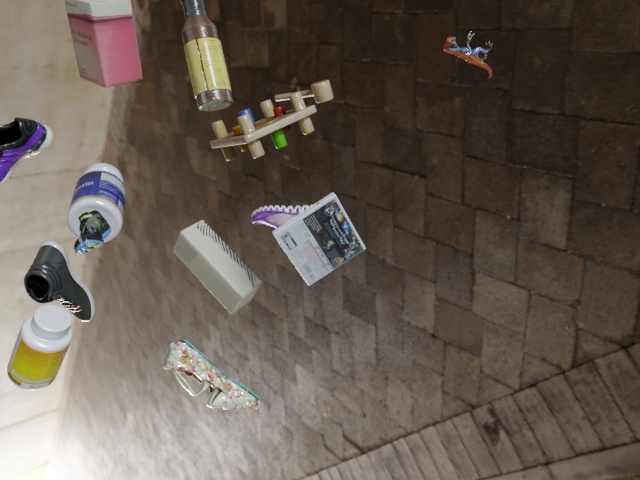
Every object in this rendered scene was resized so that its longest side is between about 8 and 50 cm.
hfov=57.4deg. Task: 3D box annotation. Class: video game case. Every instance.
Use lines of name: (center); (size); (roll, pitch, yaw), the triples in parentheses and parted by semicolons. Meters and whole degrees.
video game case: (0.000, 0.000, 1.412); (0.190, 0.173, 0.022); (58, 178, -36)

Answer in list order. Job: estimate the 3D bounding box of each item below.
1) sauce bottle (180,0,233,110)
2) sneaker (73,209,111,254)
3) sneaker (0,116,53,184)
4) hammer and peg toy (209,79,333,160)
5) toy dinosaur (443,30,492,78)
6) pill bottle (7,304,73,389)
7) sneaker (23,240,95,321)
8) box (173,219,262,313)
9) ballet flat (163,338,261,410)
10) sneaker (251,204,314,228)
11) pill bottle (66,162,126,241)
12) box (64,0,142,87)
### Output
sauce bottle: (-0.338, -0.555, 1.697); (0.111, 0.112, 0.344); (-12, 88, 57)
sneaker: (-0.528, -0.022, 1.330); (0.188, 0.067, 0.078); (-116, 3, -69)
sneaker: (-0.938, -0.262, 1.694); (0.102, 0.293, 0.146); (54, -174, 16)
hammer and peg toy: (-0.135, -0.360, 1.767); (0.266, 0.361, 0.127); (7, 123, 56)
toy dinosaur: (0.250, -0.320, 0.991); (0.047, 0.082, 0.090); (133, 121, -69)
pill bottle: (-0.676, 0.257, 1.417); (0.117, 0.117, 0.215); (53, 125, 30)
sneaker: (-0.772, 0.161, 1.717); (0.146, 0.105, 0.295); (-78, -21, -53)
box: (-0.311, 0.078, 1.750); (0.275, 0.094, 0.113); (46, 137, 9)
ballet flat: (-0.233, 0.303, 1.226); (0.241, 0.077, 0.091); (42, 148, -15)
sneaker: (-0.103, -0.054, 1.823); (0.095, 0.237, 0.104); (39, -129, -77)
pill bottle: (-0.672, -0.122, 1.775); (0.264, 0.153, 0.153); (-110, 24, -54)
box: (-0.611, -0.570, 1.650); (0.149, 0.127, 0.232); (25, 130, 34)
